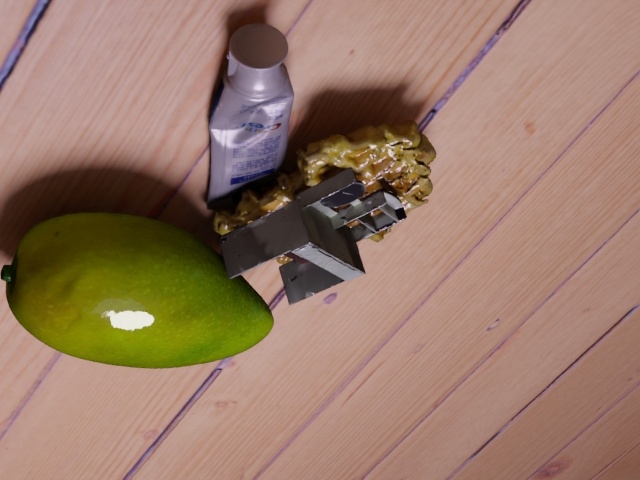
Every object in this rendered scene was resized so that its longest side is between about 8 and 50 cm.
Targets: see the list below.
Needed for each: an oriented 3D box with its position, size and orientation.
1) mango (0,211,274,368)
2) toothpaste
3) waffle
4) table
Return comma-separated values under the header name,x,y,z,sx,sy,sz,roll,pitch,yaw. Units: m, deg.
name,x,y,z,sx,sy,sz,roll,pitch,yaw
mango,-0.183,0.063,1.261,0.192,0.156,0.343,-16,158,38
toothpaste,-0.073,-0.119,1.200,0.096,0.061,0.266,-17,152,-16
waffle,0.008,-0.048,1.316,0.291,0.051,0.291,-17,154,-8
table,0.000,0.000,1.275,0.175,0.062,0.146,-25,156,19
